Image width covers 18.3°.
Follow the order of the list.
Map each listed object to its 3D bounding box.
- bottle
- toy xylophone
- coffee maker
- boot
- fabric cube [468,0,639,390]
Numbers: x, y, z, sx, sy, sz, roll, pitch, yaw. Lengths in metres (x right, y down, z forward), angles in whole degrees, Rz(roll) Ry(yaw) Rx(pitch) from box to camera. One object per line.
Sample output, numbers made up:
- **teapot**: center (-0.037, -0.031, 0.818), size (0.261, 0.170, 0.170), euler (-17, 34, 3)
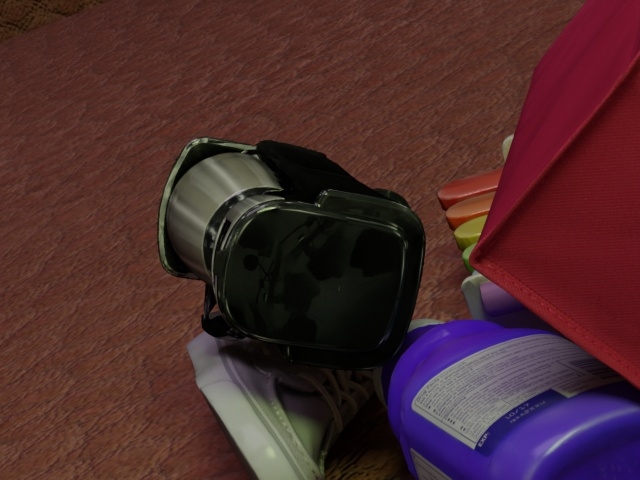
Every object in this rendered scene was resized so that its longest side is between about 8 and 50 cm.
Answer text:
- **bottle**: center (0.104, 0.103, 1.100), size (0.118, 0.092, 0.283), euler (-22, 15, -14)
- **toy xylophone**: center (0.201, -0.012, 1.327), size (0.236, 0.081, 0.322), euler (-17, 16, 7)
- **coffee maker**: center (0.000, 0.000, 1.214), size (0.171, 0.120, 0.178), euler (-15, 18, -14)
- **boot**: center (-0.008, 0.087, 1.259), size (0.123, 0.095, 0.258), euler (-29, 19, -3)
- **fabric cube**: center (0.263, -0.058, 1.013), size (0.259, 0.254, 0.258), euler (-51, 4, 27)
